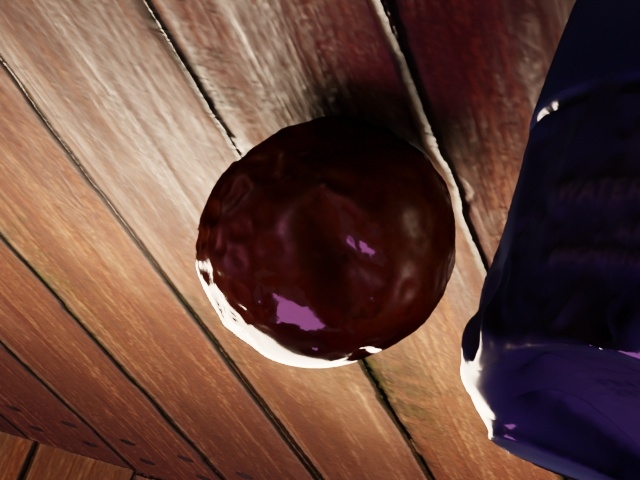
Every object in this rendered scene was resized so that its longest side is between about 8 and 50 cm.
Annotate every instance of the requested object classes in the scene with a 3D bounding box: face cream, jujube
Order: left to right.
[{"bbox_3d":[0.000,0.000,1.215,0.168,0.168,0.236,23,178,-8],"label":"jujube"},{"bbox_3d":[0.211,0.010,0.913,0.249,0.225,0.249,17,161,6],"label":"face cream"}]
